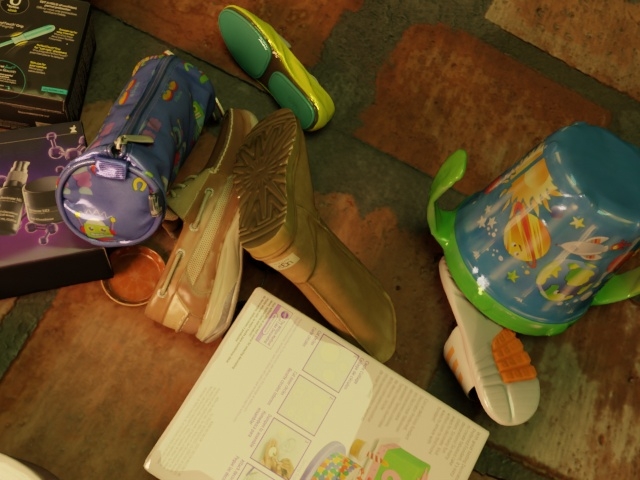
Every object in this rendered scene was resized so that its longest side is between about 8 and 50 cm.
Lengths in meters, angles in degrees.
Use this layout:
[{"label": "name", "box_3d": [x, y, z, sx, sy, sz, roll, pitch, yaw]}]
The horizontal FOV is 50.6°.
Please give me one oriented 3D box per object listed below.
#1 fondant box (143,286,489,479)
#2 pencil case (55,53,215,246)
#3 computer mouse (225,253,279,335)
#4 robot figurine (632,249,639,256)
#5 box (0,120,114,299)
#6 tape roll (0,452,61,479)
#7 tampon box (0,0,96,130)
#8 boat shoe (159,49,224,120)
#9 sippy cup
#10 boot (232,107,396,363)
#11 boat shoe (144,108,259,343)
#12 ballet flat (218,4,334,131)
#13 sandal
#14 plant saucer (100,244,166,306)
[{"label": "fondant box", "box_3d": [-0.002, 0.245, 0.801, 0.330, 0.096, 0.238, 32, 70, 0]}, {"label": "pencil case", "box_3d": [-0.214, -0.123, 0.825, 0.120, 0.133, 0.306, 16, 37, -7]}, {"label": "computer mouse", "box_3d": [-0.074, 0.052, 0.910, 0.071, 0.041, 0.242, 20, 73, -6]}, {"label": "robot figurine", "box_3d": [0.533, -0.075, 0.953, 0.211, 0.291, 0.085, -27, 77, -20]}, {"label": "box", "box_3d": [-0.403, -0.028, 0.820, 0.261, 0.103, 0.184, -12, 67, -15]}, {"label": "tape roll", "box_3d": [-0.356, 0.332, 0.660, 0.246, 0.169, 0.246, 5, 68, -12]}, {"label": "tampon box", "box_3d": [-0.381, -0.238, 0.912, 0.121, 0.101, 0.160, 9, 67, -10]}, {"label": "boat shoe", "box_3d": [-0.194, -0.217, 0.977, 0.137, 0.049, 0.043, 44, 70, 9]}, {"label": "sippy cup", "box_3d": [0.315, -0.025, 0.893, 0.306, 0.224, 0.240, -10, 61, -29]}, {"label": "boot", "box_3d": [0.000, 0.000, 0.851, 0.089, 0.269, 0.236, -19, 47, 26]}, {"label": "boat shoe", "box_3d": [-0.149, -0.036, 0.872, 0.117, 0.123, 0.324, 14, 65, -14]}, {"label": "ballet flat", "box_3d": [-0.061, -0.261, 1.019, 0.231, 0.077, 0.077, 51, 46, 6]}, {"label": "sandal", "box_3d": [0.213, 0.139, 0.923, 0.102, 0.076, 0.265, 10, 45, -24]}, {"label": "plant saucer", "box_3d": [-0.243, 0.046, 0.881, 0.084, 0.013, 0.083, 5, 69, -12]}]
